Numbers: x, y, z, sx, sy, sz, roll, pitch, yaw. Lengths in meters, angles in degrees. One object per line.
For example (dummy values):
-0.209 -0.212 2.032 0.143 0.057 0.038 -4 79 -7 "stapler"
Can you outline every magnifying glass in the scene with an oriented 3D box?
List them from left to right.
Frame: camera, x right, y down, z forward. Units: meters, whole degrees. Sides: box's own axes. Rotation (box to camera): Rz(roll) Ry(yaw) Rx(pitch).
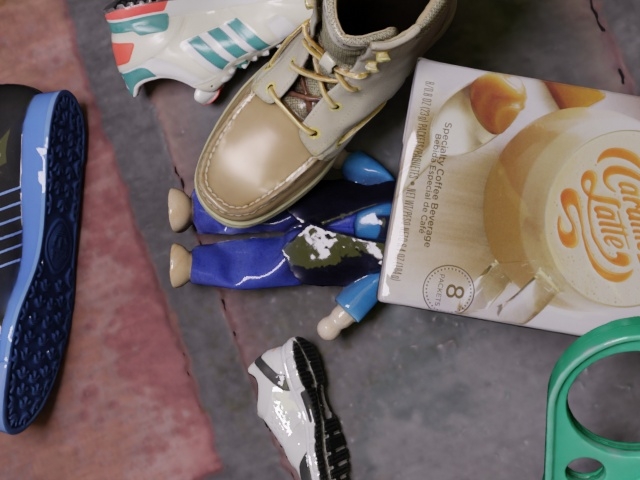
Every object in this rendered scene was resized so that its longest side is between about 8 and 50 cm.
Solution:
0.145 0.135 0.738 0.092 0.026 0.231 22 125 -7 "magnifying glass"

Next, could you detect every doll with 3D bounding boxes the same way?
0.000 0.000 0.831 0.189 0.046 0.129 -4 74 6 "doll"

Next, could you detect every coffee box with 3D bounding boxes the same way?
0.164 -0.012 0.748 0.247 0.098 0.141 9 88 2 "coffee box"

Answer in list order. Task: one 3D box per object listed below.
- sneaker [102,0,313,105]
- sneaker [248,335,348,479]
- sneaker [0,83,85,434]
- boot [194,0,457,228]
-0.060 -0.131 0.860 0.161 0.057 0.075 -5 110 3 "sneaker"
-0.014 0.118 0.831 0.044 0.040 0.109 -21 77 26 "sneaker"
-0.217 0.010 0.864 0.091 0.081 0.232 3 78 15 "sneaker"
0.003 -0.099 0.745 0.077 0.165 0.213 44 87 1 "boot"
